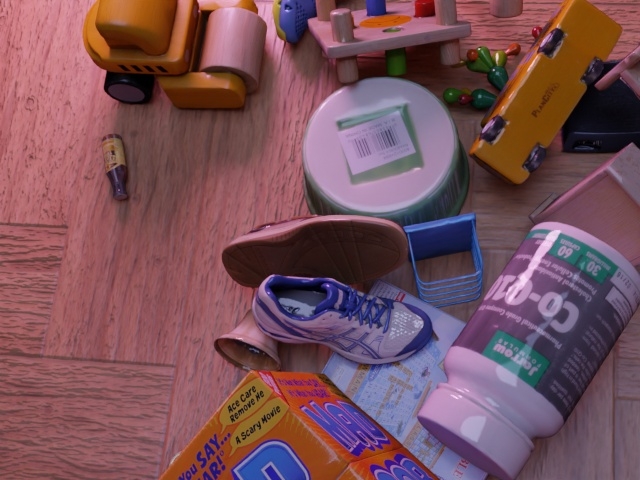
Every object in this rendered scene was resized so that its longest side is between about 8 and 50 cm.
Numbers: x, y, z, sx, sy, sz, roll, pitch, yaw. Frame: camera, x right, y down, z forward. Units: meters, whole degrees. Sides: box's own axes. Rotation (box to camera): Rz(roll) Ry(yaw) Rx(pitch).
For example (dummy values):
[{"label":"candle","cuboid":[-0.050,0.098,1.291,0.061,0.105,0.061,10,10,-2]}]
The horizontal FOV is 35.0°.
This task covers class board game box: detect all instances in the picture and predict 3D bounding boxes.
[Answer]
[{"label":"board game box","cuboid":[0.155,0.271,1.670,0.318,0.066,0.319,28,76,17]},{"label":"board game box","cuboid":[-0.028,0.435,1.437,0.356,0.356,0.356,41,94,18]}]

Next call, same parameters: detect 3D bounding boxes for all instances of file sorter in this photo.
[{"label":"file sorter","cuboid":[0.210,0.038,1.693,0.118,0.170,0.104,-12,71,4]}]

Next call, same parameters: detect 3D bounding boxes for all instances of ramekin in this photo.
[{"label":"ramekin","cuboid":[0.109,-0.138,1.784,0.303,0.148,0.303,-3,69,8]}]

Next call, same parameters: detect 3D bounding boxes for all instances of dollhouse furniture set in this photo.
[{"label":"dollhouse furniture set","cuboid":[0.576,-0.129,1.672,0.394,0.256,0.362,-41,87,-23]}]

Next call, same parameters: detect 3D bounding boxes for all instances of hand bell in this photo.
[{"label":"hand bell","cuboid":[-0.081,0.101,1.765,0.126,0.126,0.242,16,61,14]}]

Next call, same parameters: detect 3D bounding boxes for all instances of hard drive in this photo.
[{"label":"hard drive","cuboid":[0.554,-0.246,1.806,0.254,0.054,0.172,-4,69,7]}]

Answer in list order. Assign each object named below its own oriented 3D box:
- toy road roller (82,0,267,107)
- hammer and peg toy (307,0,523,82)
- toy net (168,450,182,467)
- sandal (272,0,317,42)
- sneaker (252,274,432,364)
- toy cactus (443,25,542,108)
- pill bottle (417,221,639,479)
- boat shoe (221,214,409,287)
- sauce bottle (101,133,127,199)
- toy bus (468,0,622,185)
[{"label":"toy road roller","cuboid":[-0.280,-0.386,1.886,0.329,0.240,0.202,4,71,10]},{"label":"hammer and peg toy","cuboid":[0.168,-0.392,1.825,0.361,0.127,0.266,-11,24,-6]},{"label":"toy net","cuboid":[-0.133,0.363,1.691,0.232,0.045,0.122,-33,68,-4]},{"label":"sandal","cuboid":[0.013,-0.514,1.957,0.138,0.126,0.317,25,77,12]},{"label":"sneaker","cuboid":[0.037,0.123,1.624,0.296,0.131,0.112,6,64,-2]},{"label":"toy cactus","cuboid":[0.339,-0.284,1.838,0.219,0.112,0.180,-26,78,-10]},{"label":"pill bottle","cuboid":[0.316,0.168,1.539,0.204,0.204,0.361,31,76,18]},{"label":"boat shoe","cuboid":[0.000,0.000,1.697,0.342,0.123,0.123,-10,25,32]},{"label":"sauce bottle","cuboid":[-0.386,-0.139,1.918,0.042,0.042,0.128,-16,67,3]},{"label":"toy bus","cuboid":[0.379,-0.255,1.741,0.108,0.130,0.333,34,87,-7]}]
